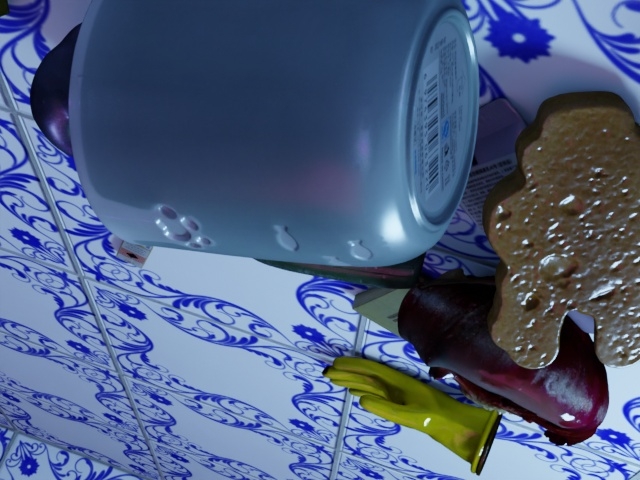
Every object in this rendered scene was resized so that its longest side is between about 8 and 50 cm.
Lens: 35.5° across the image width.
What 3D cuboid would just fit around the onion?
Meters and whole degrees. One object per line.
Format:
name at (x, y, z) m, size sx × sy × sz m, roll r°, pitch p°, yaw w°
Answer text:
onion at (0.229, 0.108, 1.165) m, size 0.272 × 0.195 × 0.272 m, roll 33°, pitch 179°, yaw 0°

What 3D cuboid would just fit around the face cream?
face cream at (0.220, -0.024, 1.028) m, size 0.274 × 0.096 × 0.154 m, roll 45°, pitch 150°, yaw -16°

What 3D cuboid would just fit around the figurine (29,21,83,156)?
figurine at (-0.205, -0.133, 1.071) m, size 0.145 × 0.145 × 0.222 m, roll -6°, pitch 144°, yaw 43°

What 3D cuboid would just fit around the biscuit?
biscuit at (0.246, -0.003, 0.949) m, size 0.186 × 0.044 × 0.295 m, roll -1°, pitch 121°, yaw 2°

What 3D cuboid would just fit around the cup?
cup at (-0.002, -0.106, 0.885) m, size 0.275 × 0.259 × 0.357 m, roll 8°, pitch -179°, yaw 25°

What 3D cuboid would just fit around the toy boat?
toy boat at (0.000, 0.000, 1.235) m, size 0.261 × 0.078 × 0.085 m, roll 11°, pitch 128°, yaw 17°

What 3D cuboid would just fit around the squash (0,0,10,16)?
squash at (-0.405, -0.328, 0.978) m, size 0.093 × 0.169 × 0.252 m, roll -2°, pitch 112°, yaw 33°

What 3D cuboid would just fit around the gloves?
gloves at (0.139, 0.267, 1.617) m, size 0.294 × 0.116 × 0.133 m, roll 21°, pitch 147°, yaw 15°

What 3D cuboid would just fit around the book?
book at (0.175, 0.121, 1.384) m, size 0.231 × 0.026 × 0.161 m, roll 31°, pitch 151°, yaw -18°

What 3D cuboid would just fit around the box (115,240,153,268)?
box at (-0.287, 0.017, 1.544) m, size 0.046 × 0.012 × 0.083 m, roll 26°, pitch 153°, yaw -10°
